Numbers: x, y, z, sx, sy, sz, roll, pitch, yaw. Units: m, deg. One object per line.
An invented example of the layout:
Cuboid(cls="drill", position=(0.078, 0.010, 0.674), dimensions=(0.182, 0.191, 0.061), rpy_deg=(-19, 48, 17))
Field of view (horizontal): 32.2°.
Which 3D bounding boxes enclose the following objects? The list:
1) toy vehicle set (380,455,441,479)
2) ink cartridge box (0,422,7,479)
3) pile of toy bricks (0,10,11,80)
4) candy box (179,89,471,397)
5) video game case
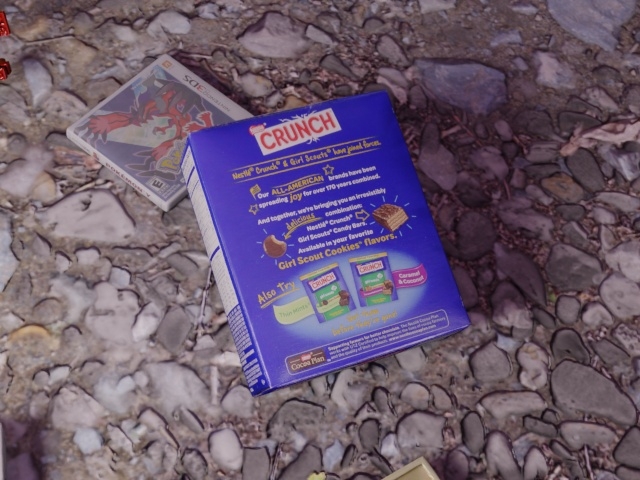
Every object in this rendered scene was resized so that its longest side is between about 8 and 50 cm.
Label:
Cuboid(cls="toy vehicle set", position=(0.054, 0.371, 1.221), dimensions=(0.267, 0.035, 0.166), rpy_deg=(-25, 64, -24))
Cuboid(cls="ink cartridge box", position=(-0.386, 0.291, 1.176), dimensions=(0.104, 0.060, 0.180), rpy_deg=(-3, 57, -13))
Cuboid(cls="pile of toy bricks", position=(-0.515, -0.266, 1.511), dimensions=(0.212, 0.118, 0.105), rpy_deg=(-7, 29, 3))
Cuboid(cls="candy box", position=(0.000, 0.000, 1.354), dimensions=(0.268, 0.122, 0.317), rpy_deg=(-15, 81, -19))
Cuboid(cls="video game case", position=(-0.213, -0.154, 1.526), dimensions=(0.183, 0.023, 0.201), rpy_deg=(36, 58, 14))
